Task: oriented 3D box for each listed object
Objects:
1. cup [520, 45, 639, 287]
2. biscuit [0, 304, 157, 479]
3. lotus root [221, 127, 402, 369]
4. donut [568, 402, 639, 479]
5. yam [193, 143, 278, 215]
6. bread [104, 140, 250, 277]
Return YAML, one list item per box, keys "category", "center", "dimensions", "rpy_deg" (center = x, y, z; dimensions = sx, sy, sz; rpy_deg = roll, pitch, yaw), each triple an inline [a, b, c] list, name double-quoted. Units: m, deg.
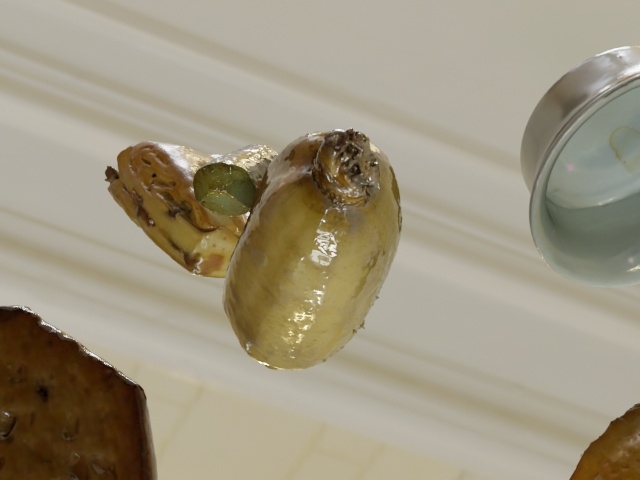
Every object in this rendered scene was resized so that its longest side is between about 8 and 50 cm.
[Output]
- category: "cup"
  center: [0.405, -0.121, 2.420]
  dimensions: [0.347, 0.347, 0.163]
  rpy_deg: [-62, -146, 24]
- category: "biscuit"
  center: [-0.301, 0.217, 1.515]
  dimensions: [0.046, 0.359, 0.359]
  rpy_deg: [72, 28, -64]
- category: "lotus root"
  center: [0.000, 0.000, 1.711]
  dimensions: [0.342, 0.151, 0.169]
  rpy_deg: [116, -8, -54]
- category: "donut"
  center: [0.388, 0.308, 1.908]
  dimensions: [0.277, 0.277, 0.108]
  rpy_deg: [-66, -159, 13]
- category: "yam"
  center: [-0.081, -0.059, 1.860]
  dimensions: [0.070, 0.070, 0.146]
  rpy_deg: [-64, 169, 20]
- category: "bread"
  center: [-0.123, -0.036, 2.123]
  dimensions: [0.235, 0.210, 0.099]
  rpy_deg: [39, -71, 41]
